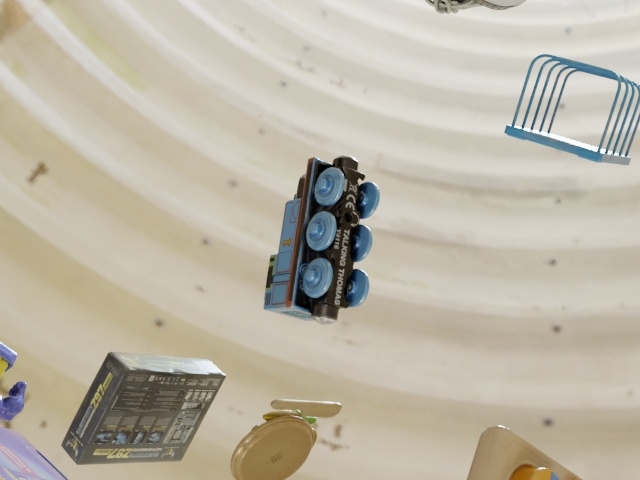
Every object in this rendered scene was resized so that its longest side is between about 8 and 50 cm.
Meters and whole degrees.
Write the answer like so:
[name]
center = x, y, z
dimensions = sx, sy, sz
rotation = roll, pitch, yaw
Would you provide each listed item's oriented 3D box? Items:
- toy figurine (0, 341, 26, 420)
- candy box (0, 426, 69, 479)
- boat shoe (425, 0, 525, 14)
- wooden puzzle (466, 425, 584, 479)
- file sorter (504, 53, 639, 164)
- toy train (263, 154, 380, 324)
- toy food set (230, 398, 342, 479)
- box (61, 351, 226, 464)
[toy figurine]
center = -0.516, 0.175, 1.297
dimensions = 0.191, 0.362, 0.217
rotation = -35, -154, 26
[candy box]
center = -0.220, 0.209, 0.586
dimensions = 0.268, 0.317, 0.122
rotation = 34, -98, 25
[boat shoe]
center = 0.169, -0.337, 1.226
dimensions = 0.113, 0.104, 0.306
rotation = -7, -143, -21
[wooden puzzle]
center = 0.379, 0.529, 1.676
dimensions = 0.080, 0.348, 0.322
rotation = -17, -136, 56
[file sorter]
center = 0.319, -0.158, 1.198
dimensions = 0.170, 0.118, 0.104
rotation = -5, 114, -62
[toy train]
center = 0.000, 0.000, 1.050
dimensions = 0.105, 0.080, 0.184
rotation = -8, -110, 47
[toy food set]
center = -0.064, 0.280, 1.328
dimensions = 0.038, 0.132, 0.192
rotation = 49, -63, 46
[box]
center = -0.286, 0.278, 1.620
dimensions = 0.059, 0.233, 0.183
rotation = 36, -76, 37
